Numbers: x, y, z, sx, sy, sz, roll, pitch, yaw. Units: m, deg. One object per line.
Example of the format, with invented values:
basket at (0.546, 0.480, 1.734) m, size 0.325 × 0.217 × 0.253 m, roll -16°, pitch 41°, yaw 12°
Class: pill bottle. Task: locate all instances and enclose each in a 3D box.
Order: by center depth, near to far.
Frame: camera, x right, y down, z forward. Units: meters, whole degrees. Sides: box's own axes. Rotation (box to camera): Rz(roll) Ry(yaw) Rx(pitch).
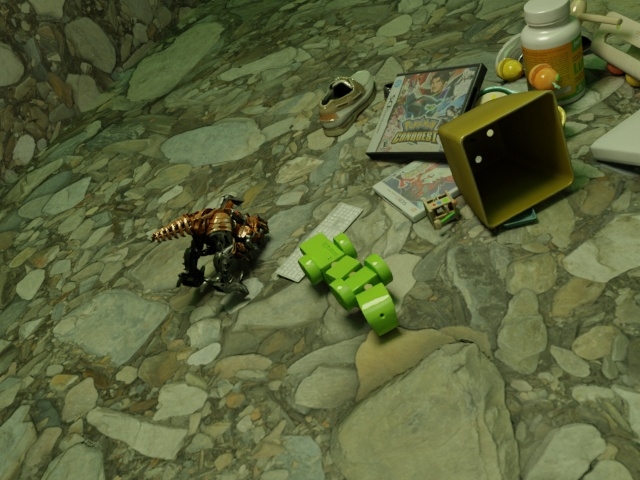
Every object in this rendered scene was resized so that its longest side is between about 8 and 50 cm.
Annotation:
pill bottle at (0.563, -0.462, 1.511) m, size 0.136 × 0.245 × 0.136 m, roll -15°, pitch 37°, yaw 12°

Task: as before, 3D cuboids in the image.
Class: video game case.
video game case at (0.251, -0.137, 1.470) m, size 0.201 × 0.023 × 0.183 m, roll -31°, pitch 37°, yaw -10°
video game case at (0.259, -0.320, 1.563) m, size 0.275 × 0.035 × 0.248 m, roll 9°, pitch 72°, yaw 49°

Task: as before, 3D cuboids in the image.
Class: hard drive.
hard drive at (0.731, -0.211, 1.185) m, size 0.233 × 0.047 × 0.353 m, roll -34°, pitch 21°, yaw -8°

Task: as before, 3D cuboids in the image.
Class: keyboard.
keyboard at (0.000, 0.000, 1.446) m, size 0.072 × 0.014 × 0.256 m, roll 15°, pitch 51°, yaw 41°

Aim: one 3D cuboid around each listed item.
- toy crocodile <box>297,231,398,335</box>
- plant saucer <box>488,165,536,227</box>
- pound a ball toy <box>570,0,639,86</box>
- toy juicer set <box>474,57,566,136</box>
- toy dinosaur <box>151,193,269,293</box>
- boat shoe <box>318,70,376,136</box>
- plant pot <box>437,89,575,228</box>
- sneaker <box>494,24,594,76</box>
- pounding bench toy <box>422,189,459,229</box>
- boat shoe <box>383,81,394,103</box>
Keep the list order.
toy crocodile at (0.052, 0.074, 1.267) m, size 0.115 × 0.105 × 0.340 m, roll -35°, pitch 33°, yaw -13°
plant saucer at (0.409, -0.093, 1.333) m, size 0.067 × 0.018 × 0.192 m, roll -14°, pitch 38°, yaw 14°
pound a ball toy at (0.725, -0.445, 1.467) m, size 0.208 × 0.135 × 0.319 m, roll 7°, pitch 32°, yaw -19°
toy juicer set at (0.414, -0.338, 1.493) m, size 0.329 × 0.089 × 0.209 m, roll -3°, pitch 81°, yaw 28°
toy dinosaur at (-0.244, 0.002, 1.396) m, size 0.322 × 0.218 × 0.164 m, roll 5°, pitch 2°, yaw -34°
boat shoe at (0.083, -0.439, 1.869) m, size 0.113 × 0.103 × 0.302 m, roll 0°, pitch 43°, yaw 29°
plant pot at (0.366, -0.186, 1.302) m, size 0.212 × 0.212 × 0.187 m, roll -28°, pitch 26°, yaw -5°
sneaker at (0.604, -0.511, 1.669) m, size 0.281 × 0.105 × 0.115 m, roll -25°, pitch 36°, yaw -3°
pounding bench toy at (0.267, -0.060, 1.340) m, size 0.065 × 0.052 × 0.083 m, roll -21°, pitch 37°, yaw 3°
boat shoe at (0.282, -0.446, 1.800) m, size 0.206 × 0.065 × 0.075 m, roll -13°, pitch 38°, yaw 15°
